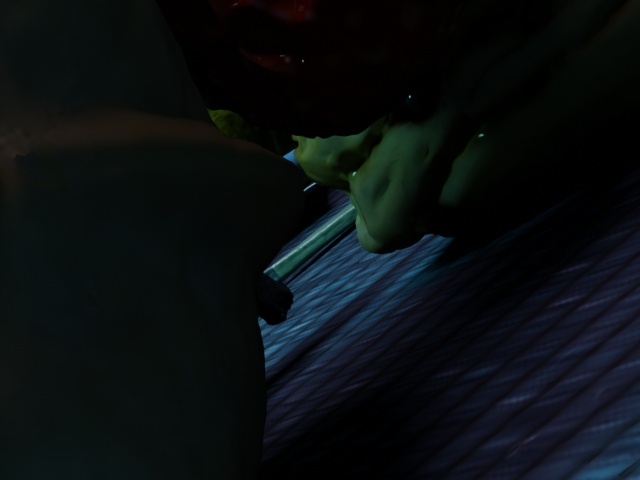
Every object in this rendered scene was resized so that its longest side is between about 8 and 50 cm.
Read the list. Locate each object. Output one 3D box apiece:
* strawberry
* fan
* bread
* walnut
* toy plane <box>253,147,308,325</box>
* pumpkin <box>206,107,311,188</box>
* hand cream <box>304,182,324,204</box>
[{"bbox_3d":[-0.009,-0.133,0.822,0.234,0.178,0.234,-31,-9,-6],"label":"strawberry"},{"bbox_3d":[0.000,0.000,1.236,0.193,0.016,0.038,-39,5,-13],"label":"fan"},{"bbox_3d":[0.153,-0.180,0.947,0.370,0.191,0.314,-34,10,40],"label":"bread"},{"bbox_3d":[-0.178,0.020,0.719,0.381,0.381,0.381,-37,8,6],"label":"walnut"},{"bbox_3d":[-0.069,0.053,0.978,0.246,0.078,0.169,-48,11,-19],"label":"toy plane"},{"bbox_3d":[-0.156,-0.026,1.528,0.317,0.139,0.222,-36,-10,10],"label":"pumpkin"},{"bbox_3d":[-0.132,0.040,1.421,0.312,0.070,0.111,-35,-2,1],"label":"hand cream"}]
